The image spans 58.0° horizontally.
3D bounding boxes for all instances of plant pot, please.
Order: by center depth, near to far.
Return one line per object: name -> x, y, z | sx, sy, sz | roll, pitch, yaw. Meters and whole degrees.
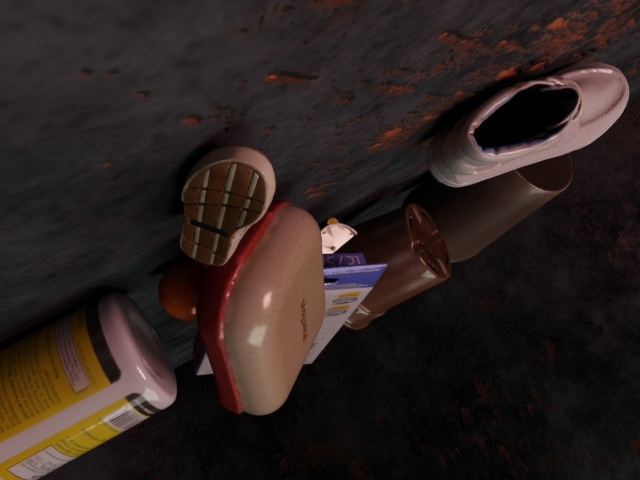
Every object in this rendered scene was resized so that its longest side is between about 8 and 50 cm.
plant pot -> 0.099, 0.031, 0.890 | 0.165, 0.166, 0.167 | -27, 175, 29

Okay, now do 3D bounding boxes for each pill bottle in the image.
pill bottle -> -0.249, 0.144, 0.520 | 0.209, 0.119, 0.119 | -28, 174, -6

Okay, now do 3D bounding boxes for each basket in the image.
basket -> 0.267, -0.080, 0.916 | 0.205, 0.154, 0.227 | -19, 166, -32

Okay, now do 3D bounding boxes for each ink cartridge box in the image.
ink cartridge box -> -0.056, 0.093, 0.772 | 0.186, 0.065, 0.311 | -1, 150, -22

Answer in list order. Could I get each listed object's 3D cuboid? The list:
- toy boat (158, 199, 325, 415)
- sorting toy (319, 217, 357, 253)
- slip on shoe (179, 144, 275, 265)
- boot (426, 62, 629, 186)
toy boat -> -0.085, 0.062, 0.553 | 0.231, 0.151, 0.151 | 88, 24, -48
sorting toy -> 0.000, 0.000, 0.855 | 0.083, 0.044, 0.075 | -40, -170, -14
slip on shoe -> -0.059, -0.027, 0.369 | 0.135, 0.052, 0.041 | 124, -13, -60
boot -> 0.244, -0.130, 0.605 | 0.259, 0.095, 0.123 | -27, 180, -10
